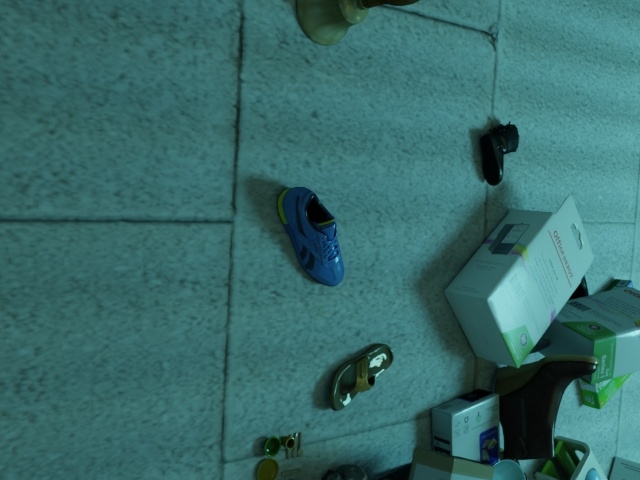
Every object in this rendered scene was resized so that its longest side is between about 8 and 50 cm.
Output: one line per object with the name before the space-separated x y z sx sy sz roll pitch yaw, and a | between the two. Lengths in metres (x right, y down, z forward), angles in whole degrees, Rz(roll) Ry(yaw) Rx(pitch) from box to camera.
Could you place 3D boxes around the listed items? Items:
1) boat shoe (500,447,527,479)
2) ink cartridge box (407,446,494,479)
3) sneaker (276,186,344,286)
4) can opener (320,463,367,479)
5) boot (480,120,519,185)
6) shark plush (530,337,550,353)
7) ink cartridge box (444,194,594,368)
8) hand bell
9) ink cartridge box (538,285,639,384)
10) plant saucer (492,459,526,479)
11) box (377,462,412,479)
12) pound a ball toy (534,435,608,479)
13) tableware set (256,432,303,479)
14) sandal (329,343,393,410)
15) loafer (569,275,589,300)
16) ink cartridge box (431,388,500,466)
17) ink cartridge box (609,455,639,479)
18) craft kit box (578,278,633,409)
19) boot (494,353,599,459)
boat shoe | 0.443 0.556 1.868 0.064 0.060 0.178 -40 120 -31
ink cartridge box | 0.225 0.512 1.488 0.193 0.088 0.235 28 72 -53
sneaker | 0.000 0.000 1.396 0.069 0.082 0.209 -45 123 -31
can opener | -0.006 0.524 1.455 0.283 0.076 0.095 -48 123 -27
boot | 0.389 -0.188 1.743 0.099 0.045 0.121 -27 111 -39
shark plush | 0.446 0.237 1.827 0.161 0.067 0.073 4 93 -42
ink cartridge box | 0.441 0.075 1.769 0.353 0.119 0.207 -45 122 -27
hand bell | 0.086 -0.390 1.316 0.126 0.242 0.126 -6 99 -42
ink cartridge box | 0.668 0.212 1.872 0.278 0.201 0.117 -10 110 -21
plant saucer | 0.369 0.559 1.734 0.194 0.037 0.195 -5 98 -41
box | 0.173 0.590 1.586 0.184 0.103 0.262 -1 96 -52
pound a ball toy | 0.644 0.669 2.011 0.208 0.135 0.319 -50 124 -26
tableware set | -0.067 0.415 1.424 0.104 0.024 0.154 3 93 -41
sandal | 0.082 0.252 1.519 0.180 0.049 0.072 -31 115 -35
loafer | 0.620 0.091 1.970 0.061 0.062 0.170 -48 125 -32
ink cartridge box | 0.317 0.502 1.749 0.165 0.065 0.333 -10 101 -41
ink cartridge box | 0.863 0.757 2.229 0.197 0.114 0.273 29 77 -40
craft kit box | 0.747 0.266 2.108 0.249 0.061 0.247 -33 113 -34
boot | 0.491 0.359 1.741 0.090 0.248 0.207 21 59 -45
